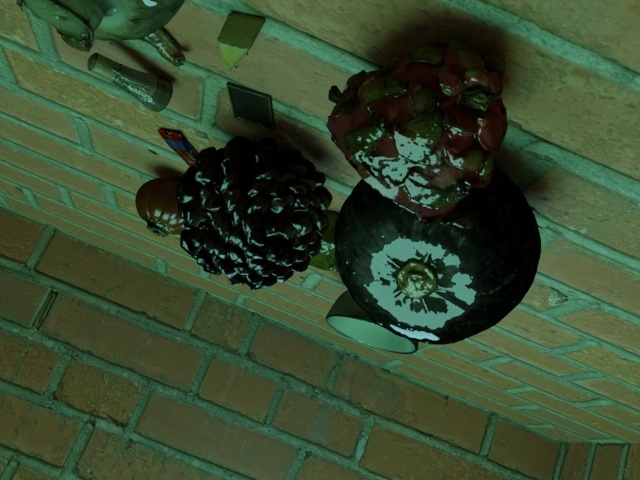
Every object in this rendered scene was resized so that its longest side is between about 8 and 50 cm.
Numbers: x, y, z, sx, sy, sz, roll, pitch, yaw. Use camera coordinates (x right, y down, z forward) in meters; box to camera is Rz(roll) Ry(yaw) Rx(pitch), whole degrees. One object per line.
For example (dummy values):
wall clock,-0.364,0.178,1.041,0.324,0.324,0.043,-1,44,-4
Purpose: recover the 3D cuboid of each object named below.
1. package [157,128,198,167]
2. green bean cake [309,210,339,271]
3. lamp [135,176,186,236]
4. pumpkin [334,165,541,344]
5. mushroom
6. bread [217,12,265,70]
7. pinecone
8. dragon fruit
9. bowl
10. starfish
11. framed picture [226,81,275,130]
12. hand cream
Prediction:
package,-0.397,-0.262,2.014,0.083,0.022,0.200,12,158,25
green bean cake,0.000,0.000,2.137,0.233,0.124,0.236,17,160,13
lamp,-0.500,-0.110,2.266,0.223,0.196,0.223,19,160,7
pumpkin,0.253,0.012,1.511,0.455,0.344,0.454,10,122,17
mushroom,-0.379,-0.456,1.109,0.353,0.260,0.352,18,166,5
bread,-0.149,-0.375,1.342,0.080,0.084,0.109,19,161,14
pinecone,-0.185,-0.085,1.747,0.398,0.397,0.397,19,161,7
dragon fruit,0.206,-0.217,1.180,0.314,0.296,0.263,32,124,-19
bowl,0.214,0.267,2.530,0.354,0.185,0.354,19,161,7
starfish,-0.530,-0.490,1.468,0.324,0.082,0.432,-2,152,44
framed picture,-0.163,-0.316,1.632,0.109,0.011,0.149,20,161,7
hand cream,-0.449,-0.379,1.612,0.203,0.083,0.084,25,163,-39
